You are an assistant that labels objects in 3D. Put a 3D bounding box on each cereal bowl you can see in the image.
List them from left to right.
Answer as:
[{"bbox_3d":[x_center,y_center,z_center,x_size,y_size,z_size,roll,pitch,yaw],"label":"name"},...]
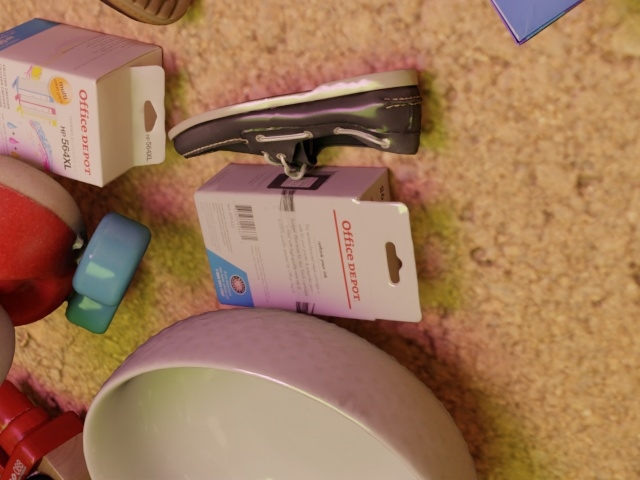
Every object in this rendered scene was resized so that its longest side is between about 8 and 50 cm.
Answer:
[{"bbox_3d":[-0.019,0.185,0.798,0.338,0.141,0.339,15,130,19],"label":"cereal bowl"}]

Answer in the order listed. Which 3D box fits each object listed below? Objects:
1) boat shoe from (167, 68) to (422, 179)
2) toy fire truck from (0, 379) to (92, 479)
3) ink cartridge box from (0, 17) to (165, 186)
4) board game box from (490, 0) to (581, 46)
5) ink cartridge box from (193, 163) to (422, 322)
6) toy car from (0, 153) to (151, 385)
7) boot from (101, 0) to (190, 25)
[{"bbox_3d":[-0.022,-0.076,0.699,0.206,0.075,0.065,-9,97,27],"label":"boat shoe"},{"bbox_3d":[-0.363,0.238,1.029,0.246,0.158,0.217,45,129,13],"label":"toy fire truck"},{"bbox_3d":[-0.195,-0.111,0.765,0.143,0.090,0.092,16,123,20],"label":"ink cartridge box"},{"bbox_3d":[0.100,-0.304,0.439,0.233,0.078,0.347,-31,94,40],"label":"board game box"},{"bbox_3d":[0.000,0.000,0.744,0.180,0.060,0.104,4,119,26],"label":"ink cartridge box"},{"bbox_3d":[-0.292,0.063,0.771,0.219,0.238,0.210,27,156,-9],"label":"toy car"},{"bbox_3d":[-0.230,-0.244,0.724,0.248,0.090,0.206,43,153,-28],"label":"boot"}]
